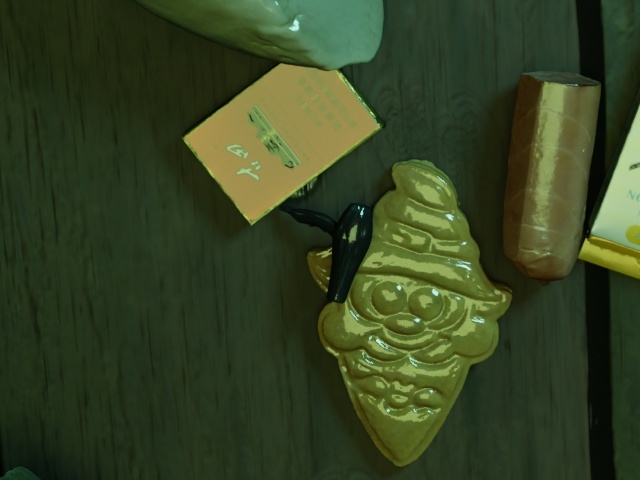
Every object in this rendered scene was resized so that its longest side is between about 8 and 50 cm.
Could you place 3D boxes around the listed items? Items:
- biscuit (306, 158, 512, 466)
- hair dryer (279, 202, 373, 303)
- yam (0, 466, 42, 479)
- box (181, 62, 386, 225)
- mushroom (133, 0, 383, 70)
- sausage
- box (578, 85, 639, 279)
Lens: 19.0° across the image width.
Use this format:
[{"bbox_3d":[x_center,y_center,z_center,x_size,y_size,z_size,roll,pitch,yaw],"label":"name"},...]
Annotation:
[{"bbox_3d":[0.069,0.061,1.506,0.162,0.035,0.250,3,105,8],"label":"biscuit"},{"bbox_3d":[0.000,0.000,1.484,0.083,0.031,0.079,25,105,31],"label":"hair dryer"},{"bbox_3d":[-0.210,0.321,1.504,0.271,0.202,0.201,46,67,-2],"label":"yam"},{"bbox_3d":[-0.029,-0.085,1.482,0.133,0.023,0.090,-35,96,11],"label":"box"},{"bbox_3d":[-0.108,-0.231,1.405,0.350,0.128,0.128,31,104,1],"label":"mushroom"},{"bbox_3d":[0.173,-0.042,1.457,0.065,0.065,0.169,6,103,3],"label":"sausage"},{"bbox_3d":[0.297,-0.076,1.451,0.129,0.033,0.247,18,104,0],"label":"box"}]
